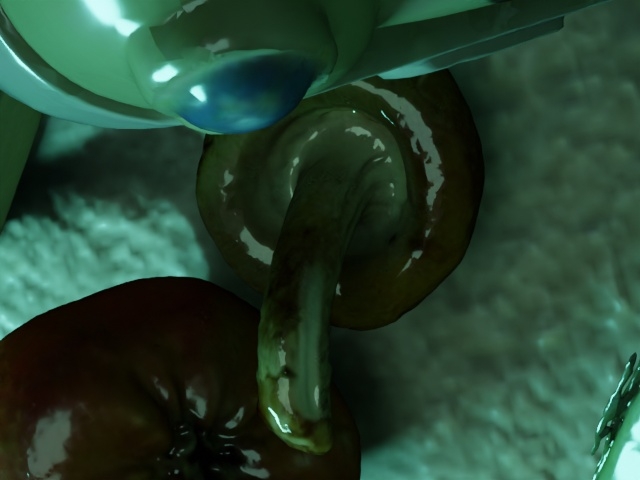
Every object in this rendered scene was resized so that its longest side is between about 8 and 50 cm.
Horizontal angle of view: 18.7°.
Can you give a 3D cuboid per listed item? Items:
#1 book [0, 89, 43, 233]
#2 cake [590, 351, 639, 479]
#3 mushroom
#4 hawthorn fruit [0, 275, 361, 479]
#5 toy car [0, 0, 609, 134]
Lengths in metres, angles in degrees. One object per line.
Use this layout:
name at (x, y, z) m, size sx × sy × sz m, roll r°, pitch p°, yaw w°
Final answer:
book at (-0.235, -0.133, 0.655) m, size 0.371 × 0.043 × 0.260 m, roll 29°, pitch 108°, yaw 22°
cake at (0.188, 0.034, 0.481) m, size 0.158 × 0.172 × 0.284 m, roll 47°, pitch 144°, yaw 23°
mushroom at (0.002, 0.002, 0.574) m, size 0.088 × 0.073 × 0.130 m, roll 6°, pitch 73°, yaw 12°
hawthorn fruit at (-0.053, 0.070, 0.609) m, size 0.125 × 0.140 × 0.125 m, roll -1°, pitch 98°, yaw -4°
toy car at (0.021, -0.207, 0.380) m, size 0.226 × 0.242 × 0.336 m, roll -5°, pitch 103°, yaw 65°
